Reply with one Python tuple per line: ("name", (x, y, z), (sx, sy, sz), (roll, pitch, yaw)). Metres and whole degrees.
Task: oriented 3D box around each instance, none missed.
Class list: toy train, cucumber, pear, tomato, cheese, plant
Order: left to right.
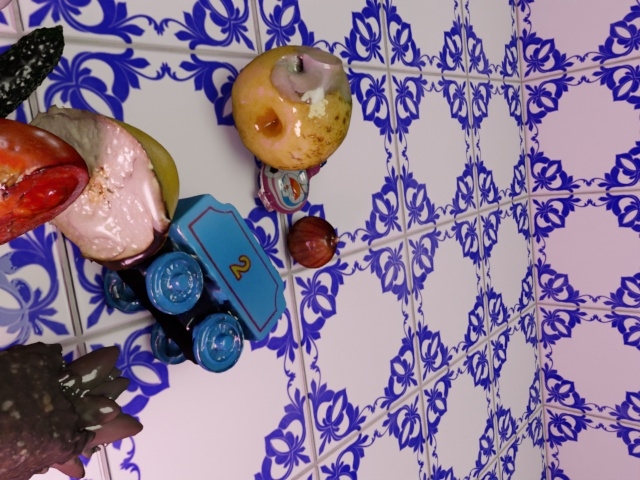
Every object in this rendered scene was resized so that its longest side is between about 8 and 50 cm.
("tomato", (-0.439, -0.078, 0.671), (0.233, 0.200, 0.139), (-32, 87, -32))
("cucumber", (-0.474, -0.220, 0.754), (0.072, 0.072, 0.300), (53, 55, -33))
("plant", (-0.393, 0.244, 0.705), (0.320, 0.181, 0.194), (23, 46, -67))
("pear", (-0.319, -0.107, 0.834), (0.178, 0.267, 0.267), (-52, 128, -57))
("toy train", (-0.217, 0.085, 0.955), (0.265, 0.188, 0.300), (-53, 125, -38))
("cheese", (-0.060, -0.156, 1.204), (0.244, 0.062, 0.155), (-47, 121, -36))
("pear", (-0.052, -0.280, 1.080), (0.271, 0.271, 0.271), (0, 91, -47))

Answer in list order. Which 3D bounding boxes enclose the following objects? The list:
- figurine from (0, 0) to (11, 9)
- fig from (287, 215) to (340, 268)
("figurine", (-0.491, -0.346, 0.653), (0.257, 0.144, 0.182), (-57, 146, -33))
("fig", (-0.012, -0.007, 1.213), (0.128, 0.150, 0.128), (21, 42, -21))
